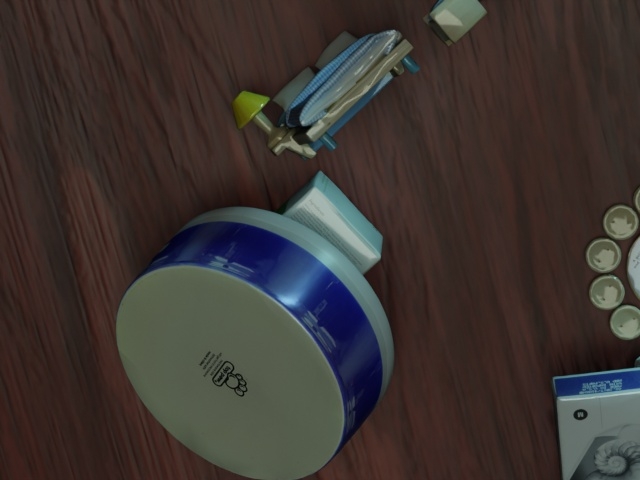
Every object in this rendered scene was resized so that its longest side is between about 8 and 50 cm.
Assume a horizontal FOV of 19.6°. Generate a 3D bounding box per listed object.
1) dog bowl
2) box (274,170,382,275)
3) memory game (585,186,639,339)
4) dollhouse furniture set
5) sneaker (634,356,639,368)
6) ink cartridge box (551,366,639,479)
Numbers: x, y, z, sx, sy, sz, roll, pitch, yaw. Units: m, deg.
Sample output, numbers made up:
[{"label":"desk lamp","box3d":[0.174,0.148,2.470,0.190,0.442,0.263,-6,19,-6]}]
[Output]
[{"label":"dog bowl","box3d":[-0.066,0.105,1.823,0.265,0.104,0.265,18,131,22]},{"label":"box","box3d":[0.000,0.000,1.865,0.087,0.101,0.102,-41,96,10]},{"label":"memory game","box3d":[0.362,0.028,1.892,0.186,0.012,0.186,1,101,4]},{"label":"dollhouse furniture set","box3d":[0.019,-0.228,1.726,0.303,0.286,0.198,-44,95,-1]},{"label":"sneaker","box3d":[0.392,0.144,1.892,0.152,0.061,0.054,19,93,-10]},{"label":"ink cartridge box","box3d":[0.352,0.224,1.873,0.223,0.045,0.224,-8,123,5]}]
